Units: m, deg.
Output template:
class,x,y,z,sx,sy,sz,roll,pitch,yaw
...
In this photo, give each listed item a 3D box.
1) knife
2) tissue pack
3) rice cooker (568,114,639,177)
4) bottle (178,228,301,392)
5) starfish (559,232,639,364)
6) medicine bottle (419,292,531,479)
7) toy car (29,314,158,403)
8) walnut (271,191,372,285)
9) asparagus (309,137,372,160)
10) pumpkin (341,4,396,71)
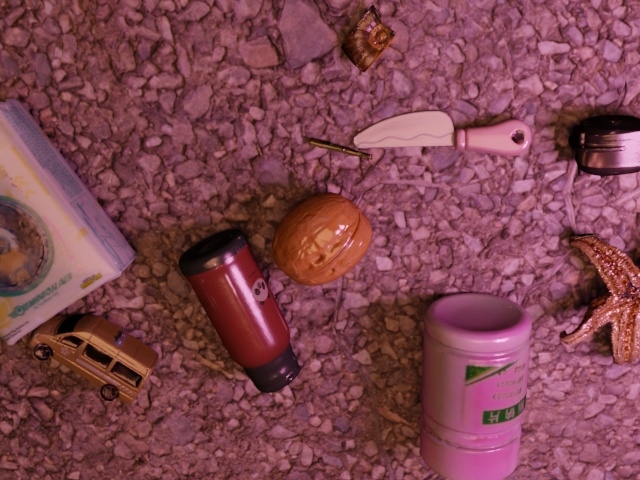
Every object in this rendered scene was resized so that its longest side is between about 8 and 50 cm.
class,x,y,z,sx,sy,sz,roll,pitch,yaw
knife,0.230,-0.205,1.471,0.335,0.043,0.081,3,98,4
tissue pack,-0.590,-0.035,1.500,0.287,0.162,0.388,-32,102,8
rice cooker,0.544,-0.176,1.428,0.165,0.112,0.107,-11,114,7
bottle,-0.149,0.153,1.559,0.143,0.144,0.336,-22,107,10
starfish,0.597,0.103,1.528,0.312,0.113,0.303,-39,106,5
medicine bottle,0.306,0.290,1.549,0.211,0.212,0.326,0,109,3
toy car,-0.471,0.228,1.626,0.256,0.101,0.124,35,107,-10
walnut,0.000,0.000,1.493,0.197,0.165,0.165,-36,104,6
asparagus,0.041,-0.176,1.502,0.127,0.018,0.015,14,143,-2
pumpkin,0.089,-0.370,1.425,0.073,0.035,0.101,44,109,0
